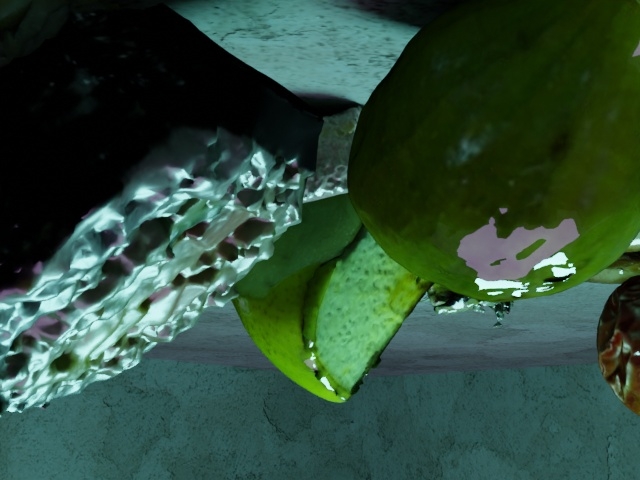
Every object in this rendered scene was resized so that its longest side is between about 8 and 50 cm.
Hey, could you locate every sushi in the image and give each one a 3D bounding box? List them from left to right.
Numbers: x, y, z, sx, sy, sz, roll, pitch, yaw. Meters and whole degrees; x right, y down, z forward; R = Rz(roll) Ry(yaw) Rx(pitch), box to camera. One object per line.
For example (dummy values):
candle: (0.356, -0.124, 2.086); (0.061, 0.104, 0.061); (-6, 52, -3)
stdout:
sushi: (-0.199, -0.066, 1.031); (0.329, 0.285, 0.328); (-42, 163, 13)
sushi: (0.196, 0.047, 1.907); (0.139, 0.131, 0.291); (-10, -173, 15)

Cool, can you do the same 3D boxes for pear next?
pear: (0.000, 0.000, 1.527); (0.292, 0.292, 0.159); (-7, 140, 38)

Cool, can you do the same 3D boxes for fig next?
fig: (0.157, -0.071, 1.019); (0.233, 0.233, 0.314); (5, 175, -21)

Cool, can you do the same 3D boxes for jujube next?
jujube: (0.534, 0.150, 1.845); (0.342, 0.216, 0.216); (8, 170, -2)

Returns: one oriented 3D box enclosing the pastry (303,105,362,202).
pastry: (-0.083, -0.073, 1.358); (0.265, 0.112, 0.103); (1, 177, 3)

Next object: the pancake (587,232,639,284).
pancake: (0.480, 0.017, 1.931); (0.382, 0.071, 0.382); (1, 169, 0)

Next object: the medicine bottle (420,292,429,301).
medicine bottle: (0.110, 0.047, 2.180); (0.092, 0.061, 0.221); (-36, 150, 31)
